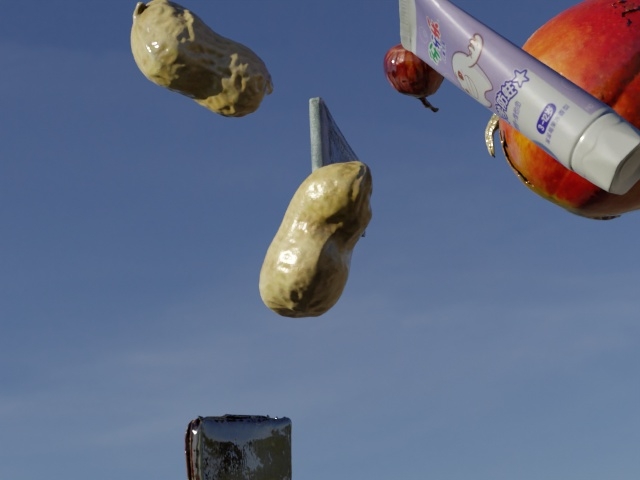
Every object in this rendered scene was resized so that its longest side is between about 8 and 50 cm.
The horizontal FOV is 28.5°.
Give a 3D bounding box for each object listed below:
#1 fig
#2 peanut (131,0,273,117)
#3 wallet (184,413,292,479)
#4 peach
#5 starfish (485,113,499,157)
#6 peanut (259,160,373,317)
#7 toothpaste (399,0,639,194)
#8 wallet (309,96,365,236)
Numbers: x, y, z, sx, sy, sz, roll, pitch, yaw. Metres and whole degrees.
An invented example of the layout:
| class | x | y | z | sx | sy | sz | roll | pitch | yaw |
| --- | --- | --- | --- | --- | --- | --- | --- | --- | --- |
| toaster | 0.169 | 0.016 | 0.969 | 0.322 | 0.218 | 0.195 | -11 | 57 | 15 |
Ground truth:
| class | x | y | z | sx | sy | sz | roll | pitch | yaw |
| --- | --- | --- | --- | --- | --- | --- | --- | --- | --- |
| fig | 0.183 | -0.326 | 2.441 | 0.128 | 0.128 | 0.150 | -4 | -37 | -11 |
| peanut | -0.231 | -0.322 | 2.295 | 0.291 | 0.159 | 0.143 | 34 | -39 | 4 |
| wallet | -0.086 | 0.249 | 1.359 | 0.031 | 0.121 | 0.232 | -7 | -11 | 21 |
| peach | 0.464 | -0.220 | 1.992 | 0.370 | 0.370 | 0.370 | -7 | -21 | -3 |
| starfish | 0.394 | -0.277 | 2.691 | 0.050 | 0.247 | 0.138 | 30 | -52 | -16 |
| peanut | 0.000 | 0.000 | 1.778 | 0.122 | 0.253 | 0.137 | 21 | 10 | -19 |
| toothpaste | 0.219 | -0.182 | 1.450 | 0.080 | 0.371 | 0.125 | -34 | -34 | -19 |
| wallet | 0.028 | -0.115 | 2.093 | 0.036 | 0.167 | 0.222 | -10 | -31 | 15 |
